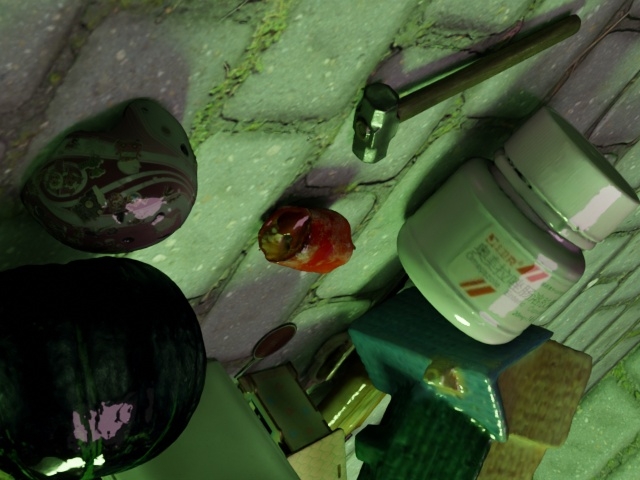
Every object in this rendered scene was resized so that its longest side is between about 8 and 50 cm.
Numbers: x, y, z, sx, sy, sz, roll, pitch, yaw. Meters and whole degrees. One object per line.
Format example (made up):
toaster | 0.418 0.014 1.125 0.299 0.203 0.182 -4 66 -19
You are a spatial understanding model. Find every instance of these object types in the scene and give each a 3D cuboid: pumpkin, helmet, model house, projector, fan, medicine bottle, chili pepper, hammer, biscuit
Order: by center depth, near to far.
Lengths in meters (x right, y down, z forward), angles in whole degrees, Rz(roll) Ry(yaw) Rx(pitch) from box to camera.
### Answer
helmet | -0.195 -0.043 1.144 0.177 0.107 0.153 -32 158 -13
pumpkin | -0.266 0.150 1.173 0.315 0.238 0.315 -13 173 -2
hammer | 0.196 -0.210 1.463 0.365 0.043 0.111 -28 154 -23
chili pepper | 0.000 0.000 1.520 0.086 0.084 0.192 -12 167 31
medicine bottle | 0.288 -0.024 1.672 0.302 0.241 0.241 -46 155 18
projector | -0.203 0.360 1.677 0.248 0.249 0.248 -19 150 -37
fan | -0.089 0.176 1.802 0.133 0.005 0.085 -44 156 12
model house | 0.189 0.285 1.866 0.342 0.334 0.382 21 88 -48
model house | -0.084 0.391 1.907 0.169 0.244 0.326 -22 153 -39
biscuit | 0.063 0.292 2.117 0.237 0.062 0.291 -25 157 -51

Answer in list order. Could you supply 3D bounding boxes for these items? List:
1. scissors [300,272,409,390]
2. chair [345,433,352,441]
scissors | 0.079 0.146 1.958 0.160 0.024 0.317 -3 137 -52
chair | -0.029 0.525 2.301 0.319 0.186 0.160 -36 161 -8
